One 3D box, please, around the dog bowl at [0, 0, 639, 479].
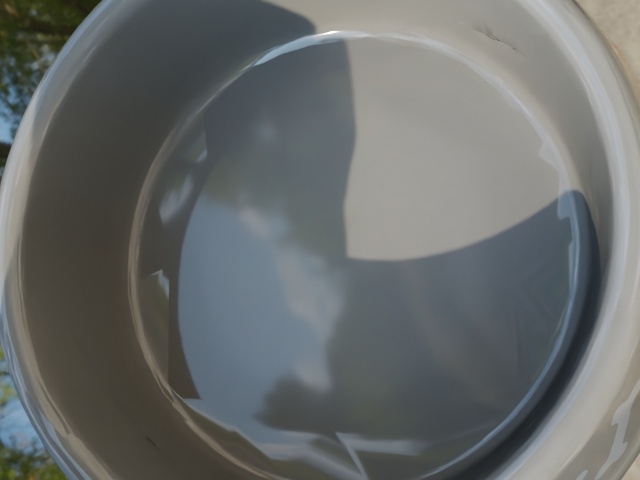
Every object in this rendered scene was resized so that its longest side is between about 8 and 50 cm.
[{"bbox_3d":[0.000,0.000,0.459,0.349,0.348,0.102,64,-168,17],"label":"dog bowl"}]
